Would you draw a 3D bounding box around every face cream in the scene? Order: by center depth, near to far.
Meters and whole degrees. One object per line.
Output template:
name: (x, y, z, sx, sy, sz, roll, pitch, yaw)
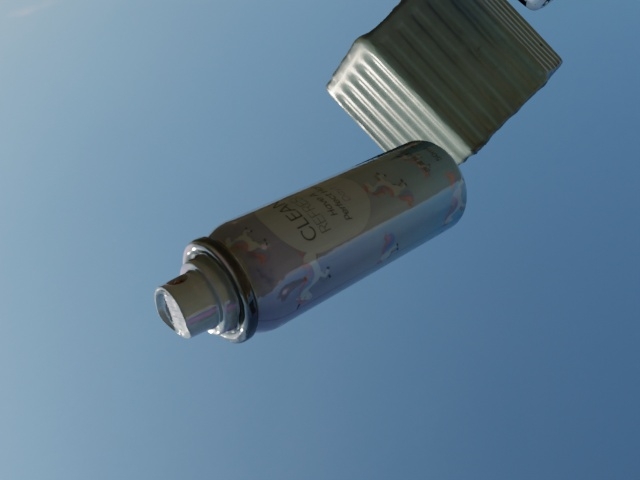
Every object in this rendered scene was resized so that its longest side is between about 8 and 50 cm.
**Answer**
face cream: (0.000, 0.000, 0.432, 0.229, 0.075, 0.075, -28, -143, -35)

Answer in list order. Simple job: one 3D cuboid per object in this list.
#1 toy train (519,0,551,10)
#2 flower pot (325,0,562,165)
toy train: (0.173, -0.319, 0.662, 0.083, 0.131, 0.204, -35, -107, -23)
flower pot: (0.154, -0.205, 0.821, 0.239, 0.189, 0.209, -42, 180, 2)
